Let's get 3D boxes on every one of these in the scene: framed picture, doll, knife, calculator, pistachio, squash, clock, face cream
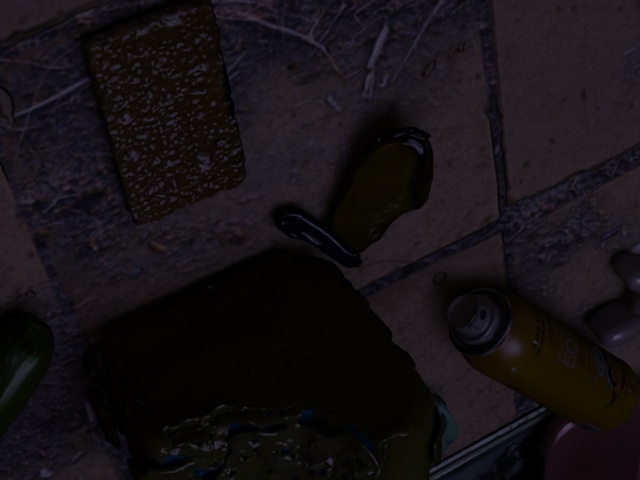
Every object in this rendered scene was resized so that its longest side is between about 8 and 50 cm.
[{"bbox_3d":[0.273,0.321,2.189,0.296,0.019,0.232,-28,138,-10],"label":"framed picture"},{"bbox_3d":[0.423,0.080,2.046,0.160,0.059,0.161,-6,129,-29],"label":"doll"},{"bbox_3d":[0.000,0.000,1.689,0.121,0.018,0.031,36,114,-29],"label":"knife"},{"bbox_3d":[0.374,0.327,2.215,0.220,0.048,0.329,-17,131,-20],"label":"calculator"},{"bbox_3d":[0.069,-0.059,1.684,0.090,0.049,0.173,17,129,-17],"label":"pistachio"},{"bbox_3d":[-0.335,0.164,1.591,0.068,0.077,0.219,25,113,-36],"label":"squash"},{"bbox_3d":[0.112,0.224,1.975,0.101,0.041,0.135,-29,137,-8],"label":"clock"},{"bbox_3d":[0.264,0.140,1.956,0.105,0.105,0.349,-48,137,12],"label":"face cream"}]

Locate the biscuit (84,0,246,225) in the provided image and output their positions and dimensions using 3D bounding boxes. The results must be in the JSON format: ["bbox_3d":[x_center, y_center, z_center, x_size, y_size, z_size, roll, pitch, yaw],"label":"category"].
[{"bbox_3d":[-0.142,-0.119,1.504,0.131,0.025,0.231,-22,137,-15],"label":"biscuit"}]

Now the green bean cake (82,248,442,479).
[{"bbox_3d":[-0.057,0.196,1.656,0.310,0.285,0.202,-21,141,-16],"label":"green bean cake"}]
